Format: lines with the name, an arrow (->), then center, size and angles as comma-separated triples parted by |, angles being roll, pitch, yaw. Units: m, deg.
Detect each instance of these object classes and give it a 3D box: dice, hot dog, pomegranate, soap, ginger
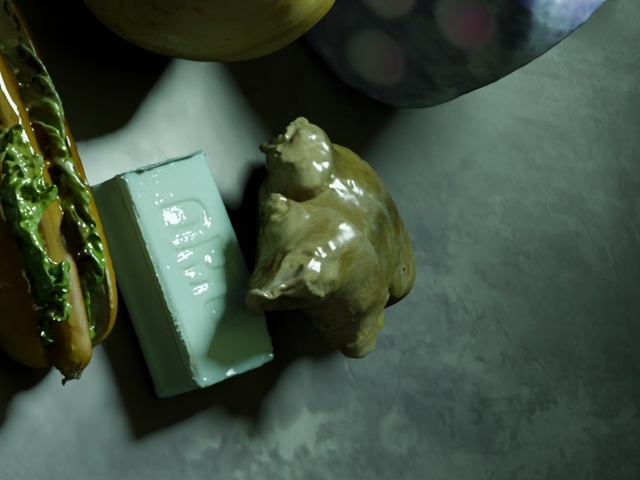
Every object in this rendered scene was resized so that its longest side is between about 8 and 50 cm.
dice -> 0.124, -0.311, 1.901 | 0.271, 0.270, 0.270 | 55, 44, -16
hot dog -> -0.243, -0.049, 1.549 | 0.135, 0.100, 0.337 | -19, 89, -48
pomegranate -> -0.101, -0.297, 1.665 | 0.307, 0.307, 0.307 | 19, 62, -41
soap -> -0.119, 0.028, 1.675 | 0.114, 0.063, 0.198 | -21, 91, -49
ginger -> 0.000, 0.000, 1.722 | 0.270, 0.123, 0.219 | -36, 105, -76
